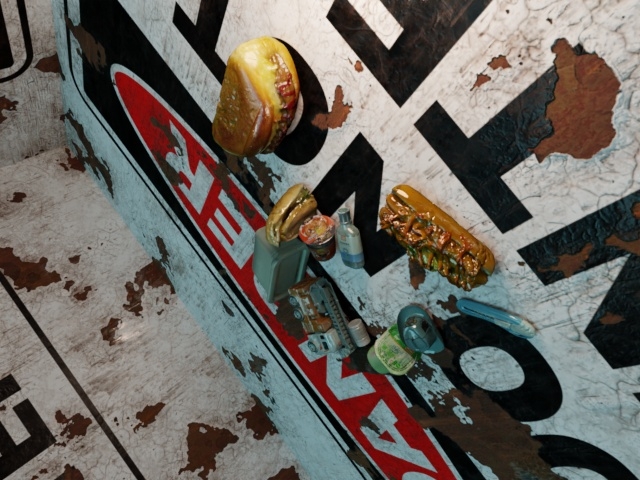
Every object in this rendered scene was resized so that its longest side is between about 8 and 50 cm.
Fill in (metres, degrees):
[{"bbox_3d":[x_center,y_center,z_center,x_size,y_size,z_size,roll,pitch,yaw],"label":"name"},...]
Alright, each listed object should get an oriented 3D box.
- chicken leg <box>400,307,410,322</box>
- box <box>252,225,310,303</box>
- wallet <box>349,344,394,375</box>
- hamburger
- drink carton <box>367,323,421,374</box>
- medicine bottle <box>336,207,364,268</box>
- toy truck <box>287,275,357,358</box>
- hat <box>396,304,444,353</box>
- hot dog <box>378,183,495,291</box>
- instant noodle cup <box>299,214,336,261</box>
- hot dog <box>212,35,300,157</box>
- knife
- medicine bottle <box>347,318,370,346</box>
[{"bbox_3d":[0.290,0.258,1.505,0.036,0.021,0.083,-27,97,40],"label":"chicken leg"},{"bbox_3d":[-0.172,0.079,1.806,0.182,0.175,0.312,49,147,25],"label":"box"},{"bbox_3d":[0.191,0.463,1.785,0.230,0.042,0.124,-15,101,53],"label":"wallet"},{"bbox_3d":[-0.121,-0.088,1.553,0.135,0.208,0.155,29,143,30],"label":"hamburger"},{"bbox_3d":[0.240,0.398,1.589,0.146,0.144,0.142,50,152,9],"label":"drink carton"},{"bbox_3d":[0.093,-0.006,1.494,0.090,0.054,0.208,19,131,46],"label":"medicine bottle"},{"bbox_3d":[0.018,0.309,1.777,0.184,0.133,0.338,-14,101,47],"label":"toy truck"},{"bbox_3d":[0.310,0.304,1.455,0.138,0.078,0.191,-18,106,41],"label":"hat"},{"bbox_3d":[0.291,0.001,1.198,0.349,0.117,0.158,44,145,17],"label":"hot dog"},{"bbox_3d":[0.000,0.002,1.554,0.127,0.127,0.135,33,157,30],"label":"instant noodle cup"},{"bbox_3d":[-0.188,-0.397,1.390,0.223,0.185,0.405,51,146,9],"label":"hot dog"},{"bbox_3d":[0.468,0.210,1.233,0.222,0.031,0.064,20,136,42],"label":"knife"},{"bbox_3d":[0.146,0.350,1.728,0.058,0.058,0.091,-6,113,53],"label":"medicine bottle"}]
